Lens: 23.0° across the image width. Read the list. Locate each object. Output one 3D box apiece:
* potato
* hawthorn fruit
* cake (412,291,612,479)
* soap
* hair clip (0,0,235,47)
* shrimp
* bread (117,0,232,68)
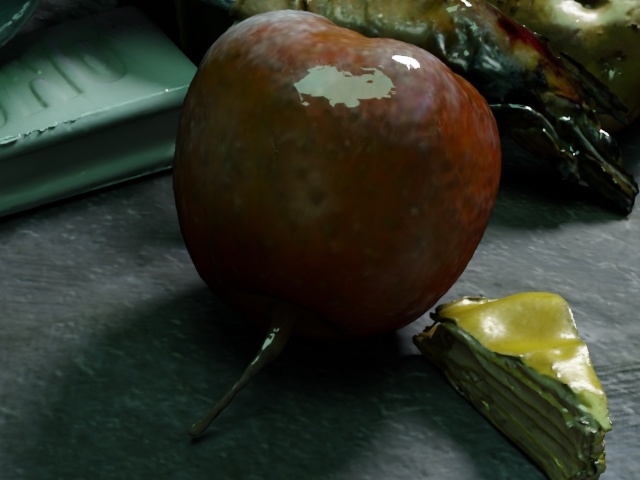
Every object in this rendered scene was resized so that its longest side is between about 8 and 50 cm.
[{"bbox_3d":[0.274,-0.231,1.456,0.195,0.176,0.369,-12,23,30],"label":"potato"},{"bbox_3d":[0.012,-0.035,1.120,0.235,0.263,0.231,-4,20,-5],"label":"hawthorn fruit"},{"bbox_3d":[0.126,0.088,1.068,0.116,0.079,0.185,3,40,-2],"label":"cake"},{"bbox_3d":[-0.236,-0.105,1.303,0.261,0.094,0.150,-19,40,-27],"label":"soap"},{"bbox_3d":[-0.207,-0.336,1.320,0.392,0.238,0.318,-9,41,-3],"label":"hair clip"},{"bbox_3d":[0.086,-0.096,1.271,0.365,0.071,0.233,33,75,-6],"label":"shrimp"},{"bbox_3d":[-0.037,-0.250,1.485,0.366,0.129,0.382,12,38,18],"label":"bread"}]
